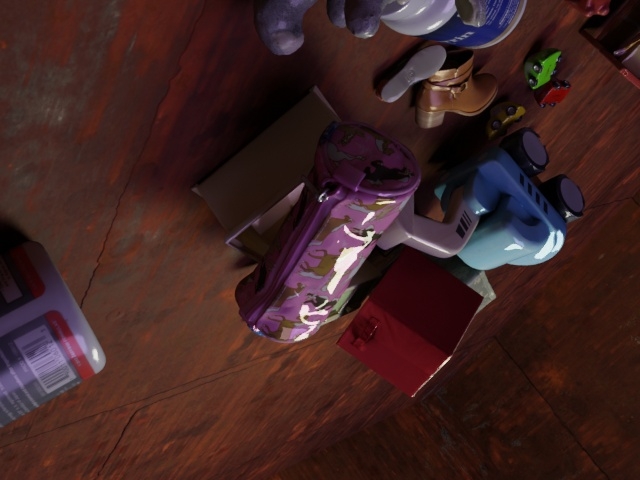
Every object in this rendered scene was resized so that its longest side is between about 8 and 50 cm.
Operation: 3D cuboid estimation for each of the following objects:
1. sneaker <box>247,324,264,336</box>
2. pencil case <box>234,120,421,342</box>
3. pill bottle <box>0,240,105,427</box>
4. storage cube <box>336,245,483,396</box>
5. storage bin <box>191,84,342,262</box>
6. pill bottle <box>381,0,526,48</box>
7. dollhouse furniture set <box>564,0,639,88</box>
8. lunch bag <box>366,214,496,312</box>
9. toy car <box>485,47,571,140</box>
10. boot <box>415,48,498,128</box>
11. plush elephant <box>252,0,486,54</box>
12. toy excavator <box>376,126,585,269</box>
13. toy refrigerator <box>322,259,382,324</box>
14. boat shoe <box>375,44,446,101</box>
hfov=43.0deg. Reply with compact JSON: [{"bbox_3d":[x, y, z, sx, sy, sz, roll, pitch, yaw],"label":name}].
[{"bbox_3d":[-0.080,0.166,1.867,0.188,0.078,0.067,-18,124,-12],"label":"sneaker"},{"bbox_3d":[0.000,0.000,1.233,0.167,0.160,0.386,13,136,-19],"label":"pencil case"},{"bbox_3d":[-0.494,0.169,1.081,0.363,0.210,0.210,-29,156,-18],"label":"pill bottle"},{"bbox_3d":[0.179,0.164,1.641,0.215,0.193,0.183,-51,174,-43],"label":"storage cube"},{"bbox_3d":[-0.038,-0.089,1.367,0.262,0.123,0.260,-40,157,5],"label":"storage bin"},{"bbox_3d":[0.161,-0.352,1.110,0.265,0.153,0.153,-6,143,-50],"label":"pill bottle"},{"bbox_3d":[0.582,-0.469,1.569,0.374,0.152,0.201,20,122,-44],"label":"dollhouse furniture set"},{"bbox_3d":[0.225,0.087,1.903,0.235,0.287,0.169,-40,141,-2],"label":"lunch bag"},{"bbox_3d":[0.447,-0.330,1.706,0.239,0.053,0.225,-31,157,-16],"label":"toy car"},{"bbox_3d":[0.261,-0.294,1.482,0.197,0.073,0.152,-31,153,-21],"label":"boot"},{"bbox_3d":[0.058,-0.318,0.855,0.330,0.255,0.272,-40,146,-4],"label":"plush elephant"},{"bbox_3d":[0.319,-0.050,1.679,0.222,0.433,0.445,-28,-156,43],"label":"toy excavator"},{"bbox_3d":[0.012,0.099,1.559,0.102,0.094,0.269,-55,162,22],"label":"toy refrigerator"},{"bbox_3d":[0.151,-0.284,1.375,0.137,0.049,0.043,-40,-160,-1],"label":"boat shoe"}]
